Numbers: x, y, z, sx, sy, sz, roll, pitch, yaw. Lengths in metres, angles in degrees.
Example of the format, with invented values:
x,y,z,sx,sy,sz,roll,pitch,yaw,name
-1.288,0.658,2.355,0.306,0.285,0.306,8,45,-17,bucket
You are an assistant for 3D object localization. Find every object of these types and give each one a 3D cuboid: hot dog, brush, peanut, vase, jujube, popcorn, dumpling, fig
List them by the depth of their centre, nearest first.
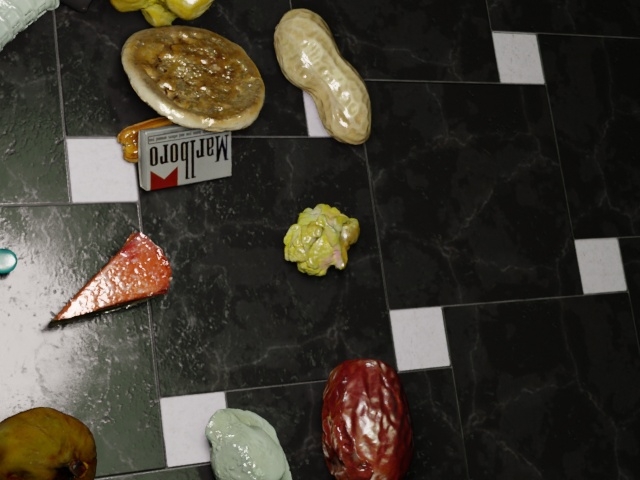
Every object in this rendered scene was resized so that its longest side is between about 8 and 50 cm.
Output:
x,y,z,sx,sy,sz,roll,pitch,yaw,name
-0.429,0.372,1.664,0.191,0.290,0.190,-6,105,-24,fig
-0.609,0.034,1.796,0.193,0.032,0.043,2,81,-12,brush
-0.594,-0.350,1.840,0.143,0.143,0.299,37,68,-12,vase
-0.114,0.387,1.887,0.153,0.108,0.219,-34,95,-27,dumpling
0.088,0.344,1.952,0.183,0.183,0.243,13,65,-21,jujube
-0.295,-0.193,1.984,0.165,0.045,0.071,-20,85,-27,hot dog
0.000,0.000,2.036,0.145,0.126,0.125,-24,114,-43,popcorn
0.006,-0.321,2.111,0.136,0.120,0.298,-36,93,-32,peanut

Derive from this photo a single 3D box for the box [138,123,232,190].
x,y,z,sx,sy,sz,roll,pitch,yaw,name
-0.247,-0.161,1.969,0.177,0.036,0.115,-13,119,-31,box

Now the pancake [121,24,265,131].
x,y,z,sx,sy,sz,roll,pitch,yaw,name
-0.235,-0.306,1.987,0.282,0.049,0.282,14,50,-17,pancake

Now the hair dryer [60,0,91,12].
x,y,z,sx,sy,sz,roll,pitch,yaw,name
-0.443,-0.543,2.004,0.114,0.070,0.248,28,59,-15,hair dryer

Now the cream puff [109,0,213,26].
x,y,z,sx,sy,sz,roll,pitch,yaw,name
-0.284,-0.573,1.933,0.274,0.270,0.323,29,54,-26,cream puff

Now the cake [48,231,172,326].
x,y,z,sx,sy,sz,roll,pitch,yaw,name
-0.355,0.100,1.860,0.117,0.086,0.220,43,63,-7,cake
